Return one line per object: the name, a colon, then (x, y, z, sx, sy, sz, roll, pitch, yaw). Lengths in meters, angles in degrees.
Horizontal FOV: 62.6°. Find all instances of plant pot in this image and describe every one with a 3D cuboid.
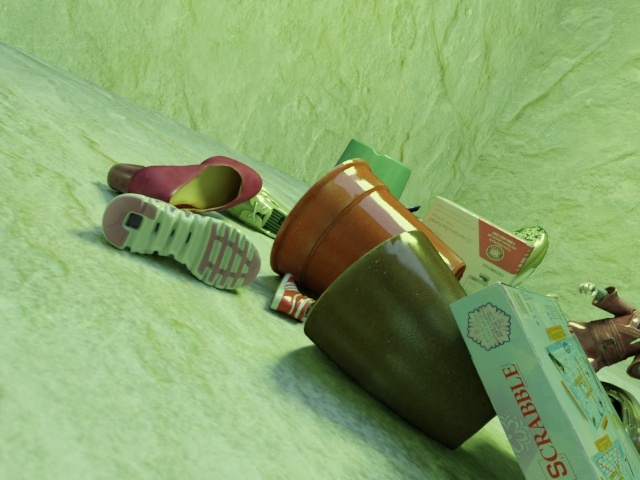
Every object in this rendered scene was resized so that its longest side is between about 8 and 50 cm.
plant pot: (0.151, -0.175, 1.960, 0.341, 0.334, 0.341, 27, 10, -5)
plant pot: (0.131, 0.142, 0.683, 0.230, 0.215, 0.215, 50, 18, 23)
plant pot: (0.098, 0.038, 0.952, 0.265, 0.272, 0.272, 40, 13, 20)

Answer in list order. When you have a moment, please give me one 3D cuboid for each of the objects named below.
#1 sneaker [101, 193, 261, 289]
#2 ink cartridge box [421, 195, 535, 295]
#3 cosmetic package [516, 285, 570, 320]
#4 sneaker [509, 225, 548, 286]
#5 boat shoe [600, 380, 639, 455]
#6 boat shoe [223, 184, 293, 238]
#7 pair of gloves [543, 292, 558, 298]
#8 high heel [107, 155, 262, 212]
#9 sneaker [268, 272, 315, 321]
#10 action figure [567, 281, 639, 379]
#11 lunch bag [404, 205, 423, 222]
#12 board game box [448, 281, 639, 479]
sneaker: (-0.201, -0.005, 0.792, 0.236, 0.095, 0.104, 24, 2, -17)
ink cartridge box: (0.268, 0.081, 1.075, 0.207, 0.283, 0.117, 32, 14, 23)
cosmetic package: (0.641, 0.235, 1.719, 0.197, 0.155, 0.365, 31, 8, -1)
sneaker: (0.326, 0.026, 1.207, 0.158, 0.411, 0.182, -112, -177, -60)
boat shoe: (0.609, 0.363, 1.106, 0.092, 0.102, 0.285, 33, 15, -2)
boat shoe: (-0.141, -0.076, 1.284, 0.302, 0.109, 0.094, 27, 11, -22)
pair of gloves: (0.493, 0.187, 1.363, 0.204, 0.240, 0.042, 14, 53, -58)
high heel: (-0.217, -0.094, 1.059, 0.181, 0.127, 0.377, 23, 22, 35)
sneaker: (-0.041, 0.093, 0.852, 0.067, 0.042, 0.118, 24, 17, -1)
action figure: (0.642, 0.244, 1.188, 0.276, 0.370, 0.248, 40, 37, -52)
lunch bag: (0.257, 0.025, 1.494, 0.386, 0.238, 0.328, 24, 5, 7)
board game box: (0.295, 0.214, 0.618, 0.319, 0.066, 0.318, 15, 49, -55)
